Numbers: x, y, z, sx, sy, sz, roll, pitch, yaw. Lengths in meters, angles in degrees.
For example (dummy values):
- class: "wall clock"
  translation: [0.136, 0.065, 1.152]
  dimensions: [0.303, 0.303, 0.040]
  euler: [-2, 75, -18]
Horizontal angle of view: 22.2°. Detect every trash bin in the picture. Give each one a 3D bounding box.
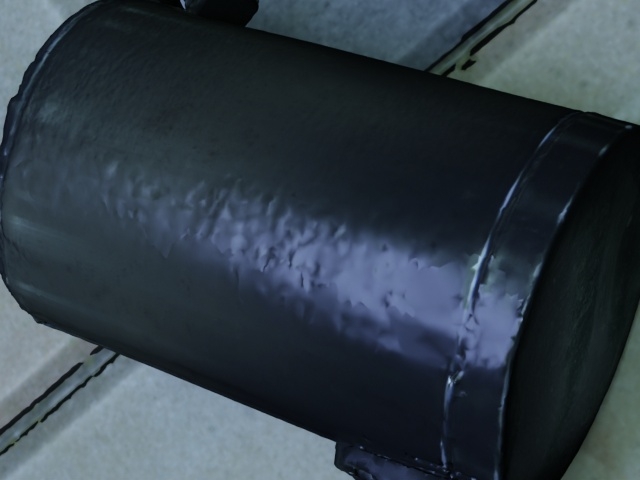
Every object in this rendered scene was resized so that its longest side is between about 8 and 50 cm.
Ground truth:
- class: "trash bin"
  translation: [0.000, 0.000, 0.859]
  dimensions: [0.301, 0.203, 0.252]
  euler: [19, 81, 24]
